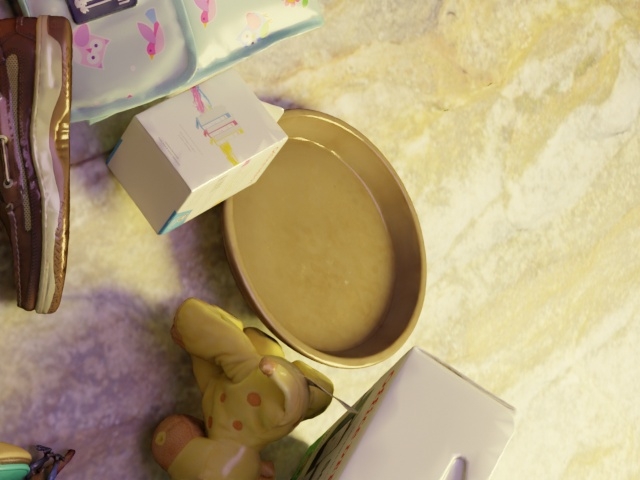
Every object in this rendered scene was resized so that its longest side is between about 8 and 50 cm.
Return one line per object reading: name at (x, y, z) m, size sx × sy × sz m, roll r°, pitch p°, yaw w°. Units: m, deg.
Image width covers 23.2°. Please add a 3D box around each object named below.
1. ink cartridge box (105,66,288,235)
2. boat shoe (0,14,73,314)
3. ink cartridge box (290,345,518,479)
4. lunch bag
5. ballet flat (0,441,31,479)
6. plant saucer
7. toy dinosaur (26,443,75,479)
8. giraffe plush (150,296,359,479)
ink cartridge box at (-0.109, -0.087, 1.459) m, size 0.143 × 0.092 × 0.090 m, roll -32°, pitch 81°, yaw -37°
boat shoe at (-0.264, -0.065, 1.344) m, size 0.095 × 0.095 × 0.257 m, roll 1°, pitch 95°, yaw -8°
ink cartridge box at (0.041, 0.252, 1.453) m, size 0.121 × 0.289 × 0.211 m, roll 33°, pitch 57°, yaw -2°
lunch bag at (-0.156, -0.249, 1.417) m, size 0.262 × 0.160 × 0.223 m, roll -27°, pitch 110°, yaw -28°
ballet flat at (-0.333, 0.186, 1.238) m, size 0.232 × 0.080 × 0.073 m, roll -15°, pitch 66°, yaw -49°
plant saucer at (0.000, 0.000, 1.599) m, size 0.278 × 0.041 × 0.278 m, roll 19°, pitch 60°, yaw -38°
toy dinosaur at (-0.244, 0.222, 1.351) m, size 0.090 × 0.047 × 0.082 m, roll 16°, pitch 92°, yaw -55°
giraffe plush at (-0.083, 0.177, 1.453) m, size 0.181 × 0.210 × 0.170 m, roll 33°, pitch 91°, yaw -43°
